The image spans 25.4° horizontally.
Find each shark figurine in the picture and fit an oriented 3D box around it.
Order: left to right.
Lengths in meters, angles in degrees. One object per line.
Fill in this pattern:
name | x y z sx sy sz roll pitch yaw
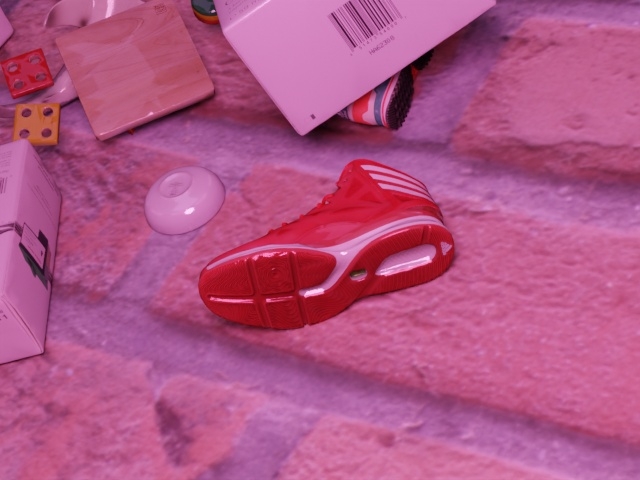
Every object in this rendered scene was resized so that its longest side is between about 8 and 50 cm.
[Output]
shark figurine | -0.278 -0.211 1.583 0.278 0.166 0.116 -54 22 -6

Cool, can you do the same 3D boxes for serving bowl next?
serving bowl | -0.136 -0.045 1.382 0.083 0.027 0.083 -13 45 13

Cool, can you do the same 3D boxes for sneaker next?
sneaker | 0.000 0.000 1.254 0.221 0.087 0.128 -9 35 -2
sneaker | 0.061 -0.177 1.403 0.075 0.057 0.161 6 53 22

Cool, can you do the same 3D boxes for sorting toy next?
sorting toy | -0.202 -0.172 1.501 0.274 0.046 0.132 -23 66 -8

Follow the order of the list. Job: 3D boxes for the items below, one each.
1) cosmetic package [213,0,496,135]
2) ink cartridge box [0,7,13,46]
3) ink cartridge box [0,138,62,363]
cosmetic package | 0.019 -0.254 1.379 0.224 0.138 0.224 -34 27 8
ink cartridge box | -0.594 -0.185 1.622 0.285 0.166 0.395 12 53 33
ink cartridge box | -0.344 0.022 1.360 0.160 0.092 0.219 -15 44 11
